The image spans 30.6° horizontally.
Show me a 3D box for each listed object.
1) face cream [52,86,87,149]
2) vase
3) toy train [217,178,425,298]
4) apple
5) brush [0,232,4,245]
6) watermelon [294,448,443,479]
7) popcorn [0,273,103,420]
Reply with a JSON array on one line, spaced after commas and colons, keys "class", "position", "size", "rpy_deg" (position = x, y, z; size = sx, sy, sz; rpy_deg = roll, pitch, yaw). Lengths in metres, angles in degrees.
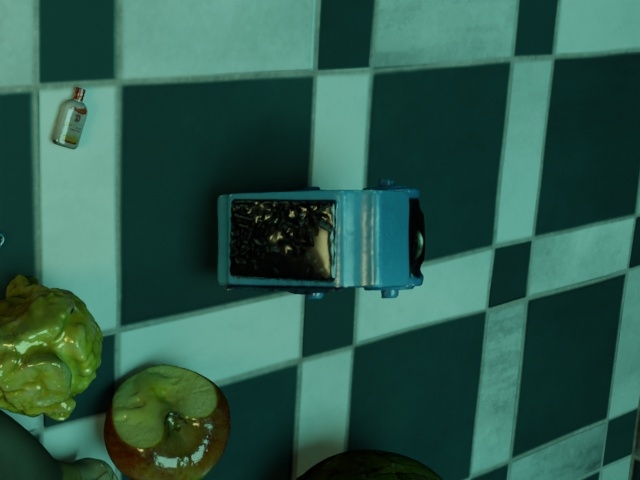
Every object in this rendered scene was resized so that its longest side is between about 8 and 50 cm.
[{"class": "face cream", "position": [-0.338, -0.167, 1.594], "size": [0.040, 0.021, 0.083], "rpy_deg": [14, 93, -46]}, {"class": "vase", "position": [-0.424, 0.319, 1.587], "size": [0.321, 0.173, 0.173], "rpy_deg": [37, 77, -50]}, {"class": "toy train", "position": [0.000, 0.000, 1.784], "size": [0.265, 0.300, 0.187], "rpy_deg": [-1, 90, -57]}, {"class": "apple", "position": [-0.225, 0.285, 1.747], "size": [0.195, 0.173, 0.160], "rpy_deg": [-33, 122, -27]}, {"class": "brush", "position": [-0.471, 0.056, 1.548], "size": [0.164, 0.014, 0.051], "rpy_deg": [-58, 135, -14]}, {"class": "watermelon", "position": [0.086, 0.530, 2.018], "size": [0.363, 0.363, 0.363], "rpy_deg": [-16, 114, -40]}, {"class": "popcorn", "position": [-0.384, 0.139, 1.553], "size": [0.185, 0.188, 0.167], "rpy_deg": [-62, 174, -24]}]
